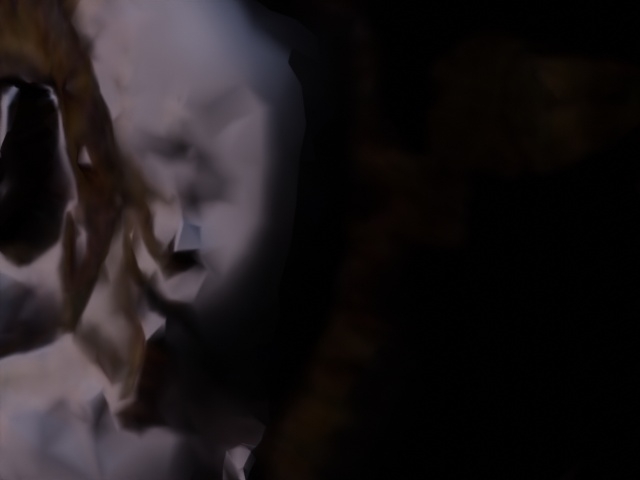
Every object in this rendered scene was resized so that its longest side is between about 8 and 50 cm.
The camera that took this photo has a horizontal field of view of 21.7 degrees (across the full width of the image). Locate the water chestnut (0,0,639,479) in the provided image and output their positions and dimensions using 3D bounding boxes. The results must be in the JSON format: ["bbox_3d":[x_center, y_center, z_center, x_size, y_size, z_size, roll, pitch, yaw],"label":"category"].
[{"bbox_3d":[0.000,0.000,0.496,0.300,0.300,0.300,-172,90,-70],"label":"water chestnut"}]
